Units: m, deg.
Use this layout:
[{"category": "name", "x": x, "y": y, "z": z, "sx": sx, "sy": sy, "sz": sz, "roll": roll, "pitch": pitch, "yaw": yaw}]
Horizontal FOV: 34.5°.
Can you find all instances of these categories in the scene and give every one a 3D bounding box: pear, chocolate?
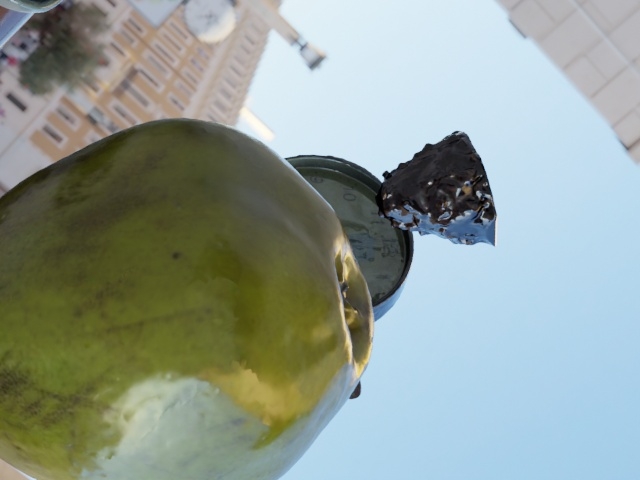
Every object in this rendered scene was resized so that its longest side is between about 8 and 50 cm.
[{"category": "pear", "x": -0.144, "y": 0.059, "z": 0.771, "sx": 0.287, "sy": 0.375, "sz": 0.287, "roll": -179, "pitch": -90, "yaw": -89}, {"category": "chocolate", "x": 0.135, "y": -0.053, "z": 1.280, "sx": 0.133, "sy": 0.156, "sz": 0.156, "roll": -15, "pitch": -160, "yaw": 0}]

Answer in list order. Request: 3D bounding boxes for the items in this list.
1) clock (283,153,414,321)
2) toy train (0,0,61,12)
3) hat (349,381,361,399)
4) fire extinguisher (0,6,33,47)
[{"category": "clock", "x": 0.000, "y": 0.000, "z": 1.454, "sx": 0.280, "sy": 0.280, "sz": 0.055, "roll": -60, "pitch": 175, "yaw": -34}, {"category": "toy train", "x": -0.372, "y": -0.364, "z": 0.901, "sx": 0.086, "sy": 0.407, "sz": 0.088, "roll": -43, "pitch": -164, "yaw": -25}, {"category": "hat", "x": 0.057, "y": 0.231, "z": 1.792, "sx": 0.058, "sy": 0.087, "sz": 0.042, "roll": -16, "pitch": 173, "yaw": 42}, {"category": "fire extinguisher", "x": -0.535, "y": -0.382, "z": 1.666, "sx": 0.337, "sy": 0.106, "sz": 0.147, "roll": -20, "pitch": -128, "yaw": 50}]
